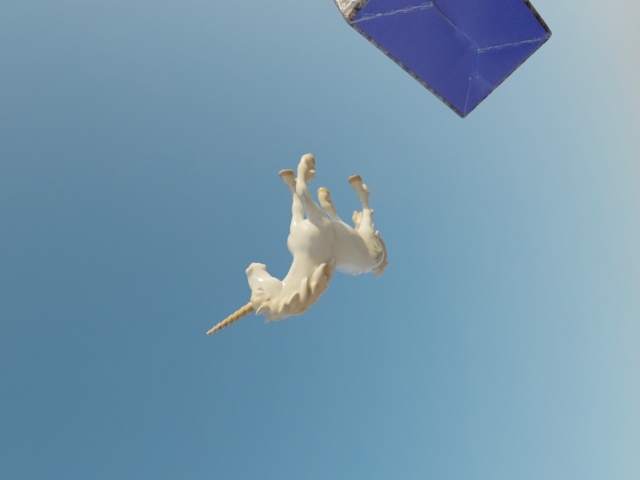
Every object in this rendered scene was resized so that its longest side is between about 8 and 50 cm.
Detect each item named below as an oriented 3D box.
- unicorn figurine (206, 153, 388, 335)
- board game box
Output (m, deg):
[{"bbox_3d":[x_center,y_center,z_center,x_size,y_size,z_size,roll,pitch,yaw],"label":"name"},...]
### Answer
[{"bbox_3d":[0.000,0.000,0.323,0.162,0.060,0.111,2,-111,-35],"label":"unicorn figurine"},{"bbox_3d":[0.119,-0.342,0.587,0.232,0.141,0.291,20,-142,-39],"label":"board game box"}]
